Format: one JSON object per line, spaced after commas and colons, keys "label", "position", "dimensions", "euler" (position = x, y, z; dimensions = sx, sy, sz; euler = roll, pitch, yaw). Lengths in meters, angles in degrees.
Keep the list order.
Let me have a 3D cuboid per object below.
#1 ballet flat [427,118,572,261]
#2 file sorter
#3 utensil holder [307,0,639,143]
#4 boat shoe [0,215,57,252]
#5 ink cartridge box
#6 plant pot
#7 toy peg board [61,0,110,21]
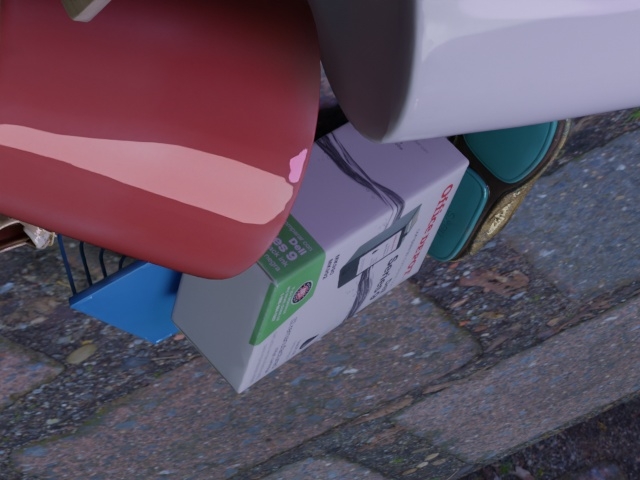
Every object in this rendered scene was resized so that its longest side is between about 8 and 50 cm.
{"label": "ballet flat", "position": [0.213, -0.100, 1.441], "dimensions": [0.123, 0.123, 0.348], "euler": [-8, 150, -24]}
{"label": "file sorter", "position": [-0.193, 0.027, 1.383], "dimensions": [0.118, 0.105, 0.170], "euler": [-28, 152, 15]}
{"label": "utensil holder", "position": [0.197, -0.248, 0.906], "dimensions": [0.385, 0.328, 0.328], "euler": [-12, 152, -12]}
{"label": "boat shoe", "position": [-0.297, -0.017, 1.278], "dimensions": [0.170, 0.059, 0.063], "euler": [-17, 153, -6]}
{"label": "ink cartridge box", "position": [0.000, 0.000, 1.319], "dimensions": [0.289, 0.121, 0.211], "euler": [-32, 157, -33]}
{"label": "plant pot", "position": [-0.171, -0.113, 0.993], "dimensions": [0.243, 0.275, 0.275], "euler": [9, 142, -30]}
{"label": "toy peg board", "position": [-0.128, -0.258, 0.852], "dimensions": [0.160, 0.161, 0.079], "euler": [-36, 164, 29]}
